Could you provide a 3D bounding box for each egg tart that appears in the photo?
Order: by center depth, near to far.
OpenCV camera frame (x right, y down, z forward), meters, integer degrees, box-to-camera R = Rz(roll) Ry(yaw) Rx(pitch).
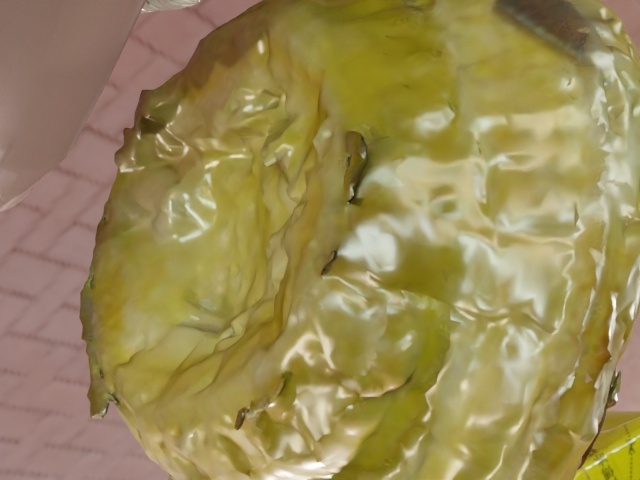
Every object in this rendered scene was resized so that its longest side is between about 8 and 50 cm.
[{"bbox_3d":[0.000,0.000,0.606,0.115,0.290,0.290,16,122,-37],"label":"egg tart"}]

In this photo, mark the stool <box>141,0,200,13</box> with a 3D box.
[{"bbox_3d":[-0.208,-0.361,1.364,0.226,0.310,0.310,5,92,-19],"label":"stool"}]

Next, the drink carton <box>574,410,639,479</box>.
[{"bbox_3d":[0.148,0.201,1.077,0.111,0.154,0.351,-31,-176,-18],"label":"drink carton"}]

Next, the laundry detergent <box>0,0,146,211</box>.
[{"bbox_3d":[-0.111,-0.111,0.521,0.076,0.171,0.237,4,134,-32],"label":"laundry detergent"}]
